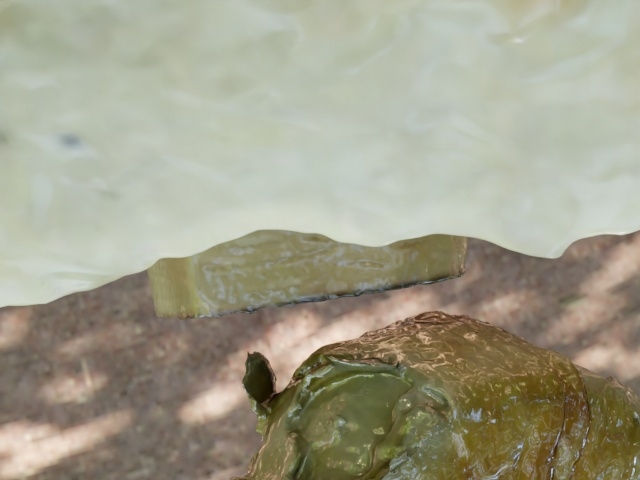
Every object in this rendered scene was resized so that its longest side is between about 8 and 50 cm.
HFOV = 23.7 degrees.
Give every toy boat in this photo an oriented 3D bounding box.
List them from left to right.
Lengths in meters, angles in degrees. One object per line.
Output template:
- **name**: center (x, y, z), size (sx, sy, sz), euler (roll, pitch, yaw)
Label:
- **toy boat**: center (0.000, 0.000, 0.795), size (0.188, 0.061, 0.116), euler (-8, 179, -19)

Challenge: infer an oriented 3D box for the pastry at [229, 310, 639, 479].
- **pastry**: center (0.071, 0.197, 0.929), size (0.329, 0.136, 0.330), euler (-15, 114, -37)

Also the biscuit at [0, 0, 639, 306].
- **biscuit**: center (-0.010, -0.055, 0.366), size (0.309, 0.040, 0.204), euler (-7, 144, 7)
